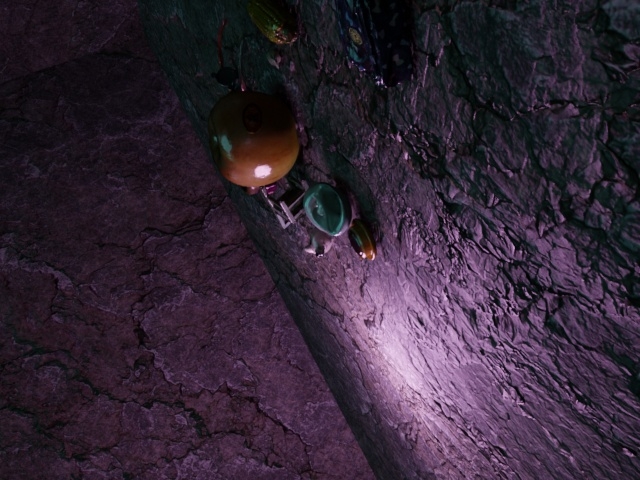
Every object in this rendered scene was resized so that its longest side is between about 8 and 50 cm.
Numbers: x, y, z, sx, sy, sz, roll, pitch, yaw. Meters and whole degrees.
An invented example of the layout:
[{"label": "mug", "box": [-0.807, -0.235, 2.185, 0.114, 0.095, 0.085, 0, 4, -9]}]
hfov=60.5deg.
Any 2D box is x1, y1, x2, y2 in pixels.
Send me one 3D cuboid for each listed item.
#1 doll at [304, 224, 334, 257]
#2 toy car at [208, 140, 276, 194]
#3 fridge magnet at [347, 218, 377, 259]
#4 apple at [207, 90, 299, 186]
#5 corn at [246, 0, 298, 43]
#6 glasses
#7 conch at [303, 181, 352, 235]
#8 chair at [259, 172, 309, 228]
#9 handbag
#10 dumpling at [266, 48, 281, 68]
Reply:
[{"label": "doll", "box": [0.000, 0.000, 2.085, 0.095, 0.149, 0.192, 23, 173, -5]}, {"label": "toy car", "box": [-0.336, -0.345, 2.388, 0.271, 0.240, 0.341, 39, 147, 60]}, {"label": "fridge magnet", "box": [0.132, -0.002, 1.745, 0.143, 0.063, 0.143, 59, 166, 24]}, {"label": "apple", "box": [-0.229, -0.363, 1.943, 0.338, 0.304, 0.339, 169, 90, -73]}, {"label": "corn", "box": [-0.142, -0.646, 1.596, 0.262, 0.097, 0.097, 55, 161, 39]}, {"label": "glasses", "box": [-0.363, -0.704, 2.164, 0.234, 0.118, 0.268, 56, 162, 33]}, {"label": "conch", "box": [0.033, -0.108, 1.794, 0.221, 0.120, 0.185, 42, 154, 39]}, {"label": "chair", "box": [-0.105, -0.137, 2.128, 0.147, 0.136, 0.271, 35, 162, 36]}, {"label": "handbag", "box": [0.101, -0.437, 1.110, 0.162, 0.113, 0.260, 57, 171, 46]}, {"label": "dumpling", "box": [-0.149, -0.592, 1.795, 0.077, 0.043, 0.059, 44, 177, 43]}]
